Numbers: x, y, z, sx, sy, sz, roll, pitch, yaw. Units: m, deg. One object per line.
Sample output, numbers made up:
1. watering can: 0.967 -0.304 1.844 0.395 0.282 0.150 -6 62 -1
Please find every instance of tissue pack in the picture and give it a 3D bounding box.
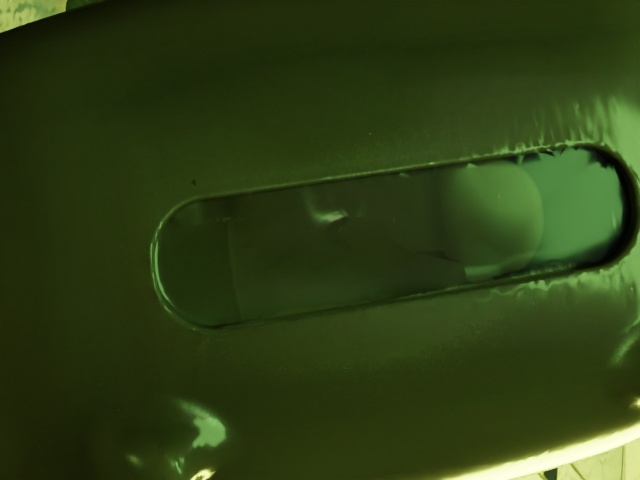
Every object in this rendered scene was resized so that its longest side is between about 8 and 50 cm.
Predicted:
1. tissue pack: 0.000 0.000 0.890 0.277 0.387 0.267 -172 -105 -71

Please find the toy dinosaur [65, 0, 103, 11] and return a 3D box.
1. toy dinosaur: -0.076 -0.139 1.091 0.076 0.147 0.362 19 68 -64
